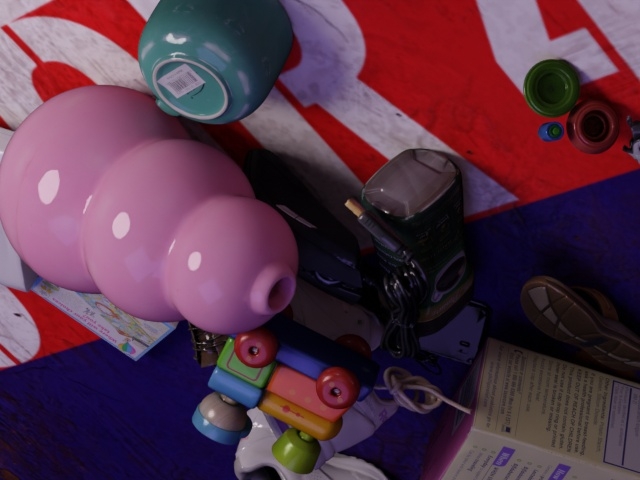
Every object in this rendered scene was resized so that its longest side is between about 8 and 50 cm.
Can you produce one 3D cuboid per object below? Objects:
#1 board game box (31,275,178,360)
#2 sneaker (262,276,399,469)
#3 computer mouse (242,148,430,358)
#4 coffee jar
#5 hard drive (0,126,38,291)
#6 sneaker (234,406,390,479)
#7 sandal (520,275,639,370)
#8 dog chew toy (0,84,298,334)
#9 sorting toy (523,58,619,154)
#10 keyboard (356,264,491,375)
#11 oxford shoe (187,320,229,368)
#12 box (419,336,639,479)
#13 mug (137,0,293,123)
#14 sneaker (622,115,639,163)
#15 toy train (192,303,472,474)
[{"bbox_3d":[-0.245,0.068,2.074,0.154,0.026,0.103,36,141,-14],"label":"board game box"},{"bbox_3d":[-0.024,0.075,1.880,0.305,0.152,0.114,66,170,-5],"label":"sneaker"},{"bbox_3d":[0.000,0.000,1.733,0.262,0.060,0.184,48,159,17],"label":"computer mouse"},{"bbox_3d":[0.096,0.006,1.758,0.079,0.096,0.184,30,148,33],"label":"coffee jar"},{"bbox_3d":[-0.485,-0.074,1.997,0.353,0.047,0.233,15,142,12],"label":"hard drive"},{"bbox_3d":[-0.009,0.298,2.140,0.232,0.115,0.090,31,142,-8],"label":"sneaker"},{"bbox_3d":[0.265,0.074,1.793,0.180,0.049,0.072,30,150,-30],"label":"sandal"},{"bbox_3d":[-0.154,-0.018,1.729,0.332,0.206,0.206,28,148,34],"label":"dog chew toy"},{"bbox_3d":[0.214,-0.112,1.603,0.102,0.061,0.042,41,174,-8],"label":"sorting toy"},{"bbox_3d":[0.081,0.076,1.913,0.192,0.038,0.100,18,118,10],"label":"keyboard"},{"bbox_3d":[-0.107,0.085,1.965,0.083,0.096,0.227,-7,130,37],"label":"oxford shoe"},{"bbox_3d":[0.247,0.233,1.899,0.243,0.117,0.213,17,142,-3],"label":"box"},{"bbox_3d":[-0.100,-0.160,1.672,0.129,0.097,0.157,13,140,14],"label":"mug"},{"bbox_3d":[0.298,-0.093,1.582,0.069,0.038,0.098,31,141,-9],"label":"sneaker"},{"bbox_3d":[0.005,0.169,1.773,0.248,0.105,0.143,27,111,0],"label":"toy train"}]
